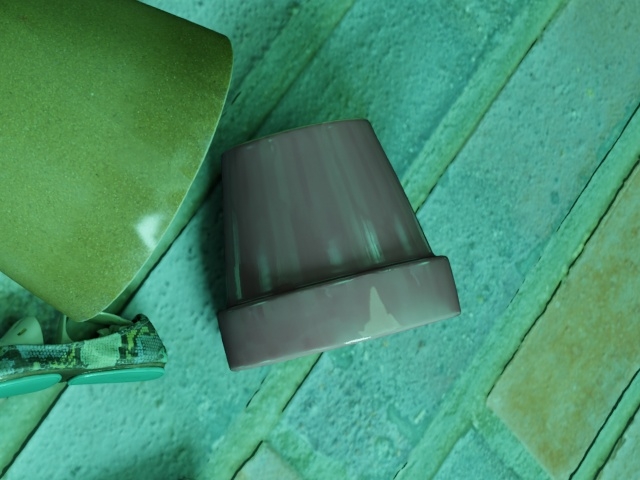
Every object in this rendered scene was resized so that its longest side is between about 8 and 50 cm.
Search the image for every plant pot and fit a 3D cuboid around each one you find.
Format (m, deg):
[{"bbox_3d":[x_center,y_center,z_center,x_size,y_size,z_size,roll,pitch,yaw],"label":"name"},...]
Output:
[{"bbox_3d":[-0.230,-0.104,1.134,0.254,0.237,0.237,29,77,-20],"label":"plant pot"},{"bbox_3d":[0.000,0.000,1.334,0.201,0.201,0.180,-11,85,-36],"label":"plant pot"}]

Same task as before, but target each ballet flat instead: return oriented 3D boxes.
[{"bbox_3d":[-0.210,0.088,1.260,0.188,0.070,0.070,-3,97,-39],"label":"ballet flat"}]

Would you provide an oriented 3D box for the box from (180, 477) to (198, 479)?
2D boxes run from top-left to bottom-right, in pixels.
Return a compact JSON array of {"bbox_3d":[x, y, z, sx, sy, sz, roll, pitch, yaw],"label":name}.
[{"bbox_3d":[-0.214,0.275,1.267,0.324,0.063,0.067,-19,106,-35],"label":"box"}]
